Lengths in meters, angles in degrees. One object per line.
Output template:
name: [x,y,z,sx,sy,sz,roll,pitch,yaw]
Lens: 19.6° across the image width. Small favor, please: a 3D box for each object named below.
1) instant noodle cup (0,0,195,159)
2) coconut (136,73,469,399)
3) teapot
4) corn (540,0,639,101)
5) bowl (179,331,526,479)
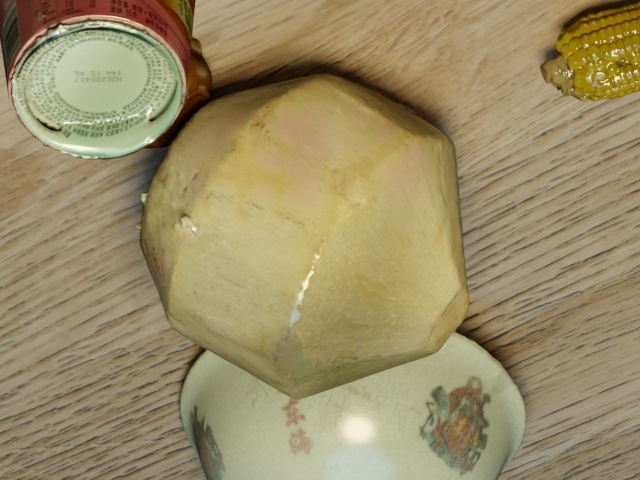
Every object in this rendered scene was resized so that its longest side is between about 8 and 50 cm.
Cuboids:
instant noodle cup: [-0.216,-0.214,1.784,0.244,0.255,0.244,-5,132,-5]
coconut: [0.000,0.000,1.964,0.353,0.352,0.352,-3,131,-3]
teapot: [-0.167,-0.157,1.963,0.129,0.078,0.098,-51,159,21]
corn: [0.359,-0.211,1.950,0.262,0.097,0.097,-16,131,6]
bowl: [0.033,0.288,2.235,0.435,0.196,0.434,3,138,2]
